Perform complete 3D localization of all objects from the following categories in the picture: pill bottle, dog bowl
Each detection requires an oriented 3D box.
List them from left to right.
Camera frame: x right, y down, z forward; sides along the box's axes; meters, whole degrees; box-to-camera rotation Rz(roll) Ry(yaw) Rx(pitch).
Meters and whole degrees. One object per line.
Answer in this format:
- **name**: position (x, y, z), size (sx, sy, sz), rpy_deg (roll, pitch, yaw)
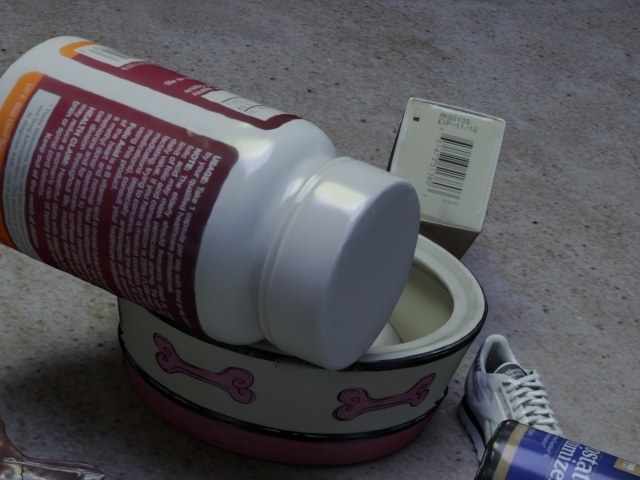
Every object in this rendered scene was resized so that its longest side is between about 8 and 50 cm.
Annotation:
- **pill bottle**: position (-0.119, -0.035, 1.592), size (0.392, 0.224, 0.224), rpy_deg (22, 26, 24)
- **dog bowl**: position (-0.034, 0.093, 1.807), size (0.408, 0.150, 0.408), rpy_deg (9, 24, -4)
- **pill bottle**: position (0.257, 0.261, 1.589), size (0.219, 0.122, 0.123), rpy_deg (18, 24, 15)

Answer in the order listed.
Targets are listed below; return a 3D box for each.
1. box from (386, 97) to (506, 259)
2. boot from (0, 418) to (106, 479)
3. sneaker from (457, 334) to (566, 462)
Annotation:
- **box**: position (0.139, -0.064, 2.078), size (0.121, 0.148, 0.311), rpy_deg (13, -8, 1)
- **boot**: position (-0.260, 0.209, 1.577), size (0.114, 0.037, 0.106), rpy_deg (4, 37, -9)
- **sneaker**: position (0.211, 0.192, 1.762), size (0.090, 0.094, 0.235), rpy_deg (3, 26, -24)
